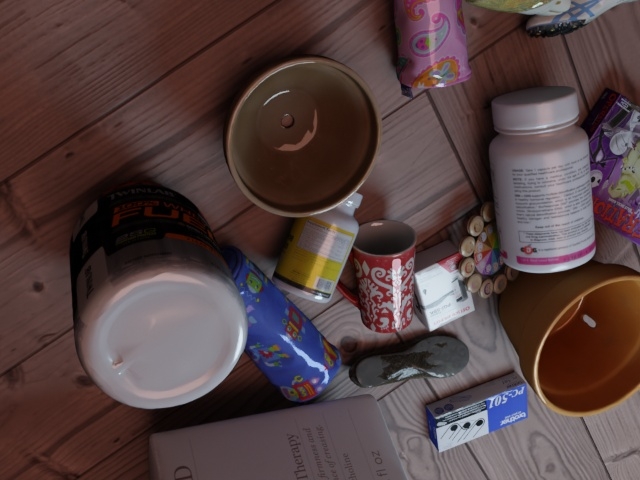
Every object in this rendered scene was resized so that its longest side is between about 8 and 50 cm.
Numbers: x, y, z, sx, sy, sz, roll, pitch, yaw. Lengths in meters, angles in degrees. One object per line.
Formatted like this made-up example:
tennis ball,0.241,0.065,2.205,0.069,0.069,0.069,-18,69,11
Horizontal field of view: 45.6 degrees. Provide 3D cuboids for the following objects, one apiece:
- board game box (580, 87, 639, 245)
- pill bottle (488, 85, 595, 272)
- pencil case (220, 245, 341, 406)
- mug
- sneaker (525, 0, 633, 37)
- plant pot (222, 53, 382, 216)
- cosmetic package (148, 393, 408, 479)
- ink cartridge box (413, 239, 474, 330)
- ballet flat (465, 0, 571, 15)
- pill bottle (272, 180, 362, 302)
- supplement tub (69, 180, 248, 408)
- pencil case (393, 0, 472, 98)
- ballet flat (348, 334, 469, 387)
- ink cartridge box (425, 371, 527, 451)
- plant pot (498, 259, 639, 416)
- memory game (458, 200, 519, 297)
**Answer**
board game box,0.596,-0.114,1.430,0.346,0.056,0.208,24,109,-29
pill bottle,0.368,-0.104,1.270,0.160,0.160,0.283,-16,110,-13
pencil case,-0.093,0.144,1.256,0.133,0.119,0.306,-17,129,32
mug,0.096,0.061,1.310,0.113,0.150,0.169,-41,135,-42
sneaker,0.431,-0.393,1.220,0.237,0.085,0.086,-25,93,-3
plant pot,-0.036,-0.163,1.131,0.237,0.110,0.238,-8,117,-17
cosmetic package,-0.066,0.509,1.273,0.393,0.330,0.328,-6,136,-18
ink cartridge box,0.214,0.082,1.374,0.099,0.056,0.135,-25,120,-9
ballet flat,0.353,-0.399,1.118,0.348,0.123,0.123,-40,124,-22
pill bottle,0.000,0.000,1.219,0.103,0.103,0.184,21,93,-28
supplement tub,-0.231,0.052,1.029,0.207,0.338,0.207,-8,117,-17
pencil case,0.152,-0.360,1.104,0.124,0.124,0.284,-16,120,-12
ballet flat,0.166,0.232,1.435,0.249,0.058,0.084,-9,82,-22
ink cartridge box,0.321,0.349,1.550,0.207,0.046,0.097,-18,120,-12
plant pot,0.468,0.150,1.416,0.290,0.203,0.291,-9,117,-17
memory game,0.314,0.014,1.369,0.186,0.012,0.186,-12,110,-35
